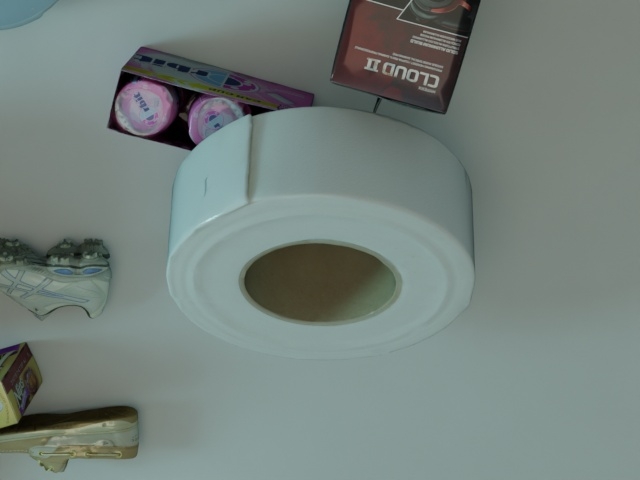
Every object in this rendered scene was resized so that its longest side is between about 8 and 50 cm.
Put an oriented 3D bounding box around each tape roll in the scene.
[{"bbox_3d":[0.000,0.000,1.540,0.286,0.100,0.286,1,147,1],"label":"tape roll"}]

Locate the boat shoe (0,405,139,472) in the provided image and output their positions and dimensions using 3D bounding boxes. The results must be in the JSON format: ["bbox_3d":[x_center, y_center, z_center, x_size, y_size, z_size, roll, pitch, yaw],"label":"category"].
[{"bbox_3d":[-0.269,0.211,1.727,0.170,0.063,0.059,-6,101,5],"label":"boat shoe"}]

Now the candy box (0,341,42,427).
[{"bbox_3d":[-0.386,0.167,1.697,0.186,0.109,0.053,-17,105,10],"label":"candy box"}]

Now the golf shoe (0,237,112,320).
[{"bbox_3d":[-0.297,0.044,1.676,0.176,0.069,0.086,4,114,4],"label":"golf shoe"}]

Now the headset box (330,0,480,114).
[{"bbox_3d":[0.095,-0.254,1.470,0.110,0.218,0.293,16,109,1],"label":"headset box"}]

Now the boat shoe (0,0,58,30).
[{"bbox_3d":[-0.228,-0.323,1.521,0.136,0.156,0.367,46,134,-15],"label":"boat shoe"}]

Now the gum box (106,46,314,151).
[{"bbox_3d":[-0.096,-0.121,1.584,0.188,0.107,0.062,15,108,-1],"label":"gum box"}]
